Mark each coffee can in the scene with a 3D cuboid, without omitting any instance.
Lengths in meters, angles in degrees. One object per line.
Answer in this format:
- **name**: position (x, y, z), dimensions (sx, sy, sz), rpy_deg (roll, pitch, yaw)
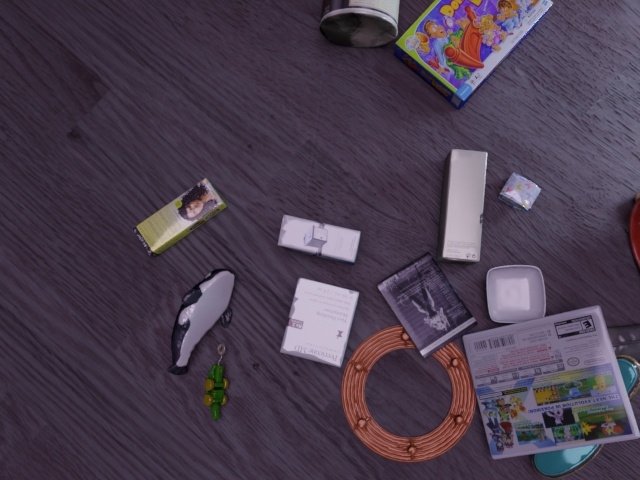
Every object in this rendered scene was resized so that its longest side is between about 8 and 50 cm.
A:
- **coffee can**: position (0.108, -0.664, 1.619), dimensions (0.201, 0.201, 0.275), rpy_deg (5, 83, 4)

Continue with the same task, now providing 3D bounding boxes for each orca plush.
- **orca plush**: position (-0.316, 0.196, 1.612), dimensions (0.151, 0.102, 0.287), rpy_deg (13, 95, -40)

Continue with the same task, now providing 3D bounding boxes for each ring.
- **ring**: position (0.219, 0.379, 1.571), dimensions (0.337, 0.032, 0.336), rpy_deg (0, 82, 3)

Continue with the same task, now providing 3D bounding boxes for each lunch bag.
- **lunch bag**: position (0.505, -0.119, 1.607), dimensions (0.083, 0.053, 0.071), rpy_deg (30, 83, 16)

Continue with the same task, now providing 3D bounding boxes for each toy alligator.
- **toy alligator**: position (-0.267, 0.352, 1.592), dimensions (0.051, 0.056, 0.189), rpy_deg (-4, 81, 43)

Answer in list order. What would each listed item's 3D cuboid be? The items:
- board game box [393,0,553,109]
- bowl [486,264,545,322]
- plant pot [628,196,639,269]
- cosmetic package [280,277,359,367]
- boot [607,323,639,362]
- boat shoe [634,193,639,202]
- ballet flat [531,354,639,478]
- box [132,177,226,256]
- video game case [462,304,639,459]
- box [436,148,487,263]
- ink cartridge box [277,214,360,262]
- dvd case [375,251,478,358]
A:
- **board game box**: position (0.393, -0.549, 1.652), dimensions (0.233, 0.078, 0.347), rpy_deg (42, 87, 7)
- **bowl**: position (0.481, 0.134, 1.576), dimensions (0.142, 0.053, 0.142), rpy_deg (-2, 83, 4)
- **plant pot**: position (0.925, -0.017, 1.477), dimensions (0.265, 0.272, 0.272), rpy_deg (-15, 82, -8)
- **cosmetic package**: position (0.002, 0.198, 1.543), dimensions (0.151, 0.151, 0.183), rpy_deg (13, 84, 6)
- **boot**: position (0.784, 0.213, 1.549), dimensions (0.208, 0.076, 0.189), rpy_deg (-6, 81, 9)
- **boat shoe**: position (0.869, -0.126, 1.583), dimensions (0.170, 0.063, 0.059), rpy_deg (-24, 88, 1)
- **ballet flat**: position (0.637, 0.419, 1.498), dimensions (0.123, 0.123, 0.348), rpy_deg (35, 98, 6)
- **box**: position (-0.364, -0.059, 1.642), dimensions (0.232, 0.058, 0.087), rpy_deg (-37, 83, -1)
- **video game case**: position (0.527, 0.334, 1.483), dimensions (0.329, 0.036, 0.300), rpy_deg (-17, 74, 23)
- **box**: position (0.352, -0.080, 1.581), dimensions (0.094, 0.113, 0.275), rpy_deg (6, 85, 3)
- **ink cartridge box**: position (0.000, 0.000, 1.574), dimensions (0.191, 0.139, 0.082), rpy_deg (11, 86, 5)
- **dvd case**: position (0.265, 0.160, 1.585), dimensions (0.164, 0.018, 0.221), rpy_deg (-31, 78, -9)
